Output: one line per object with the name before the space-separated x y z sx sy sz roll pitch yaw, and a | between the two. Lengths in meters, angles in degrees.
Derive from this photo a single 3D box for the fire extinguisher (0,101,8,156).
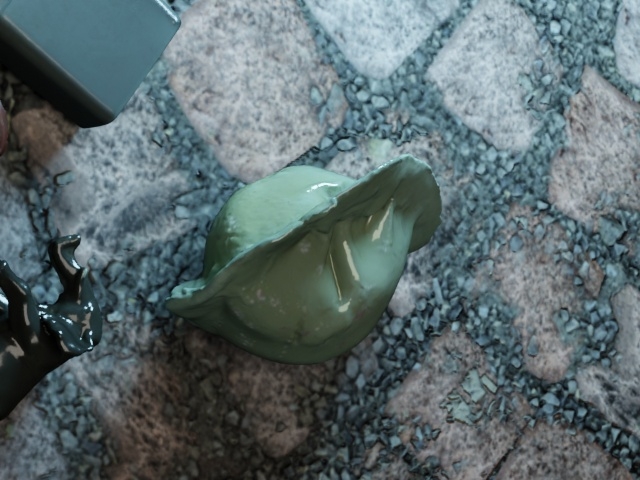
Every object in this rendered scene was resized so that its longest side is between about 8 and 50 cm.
fire extinguisher | -0.465 -0.091 1.754 0.337 0.106 0.147 -31 104 -50

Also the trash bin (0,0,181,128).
trash bin | -0.285 -0.255 1.941 0.236 0.101 0.177 42 65 -25

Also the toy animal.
toy animal | -0.331 0.096 1.891 0.245 0.114 0.146 -40 101 -5

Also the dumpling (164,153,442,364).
dumpling | -0.022 0.007 2.033 0.320 0.212 0.270 -56 151 -36
